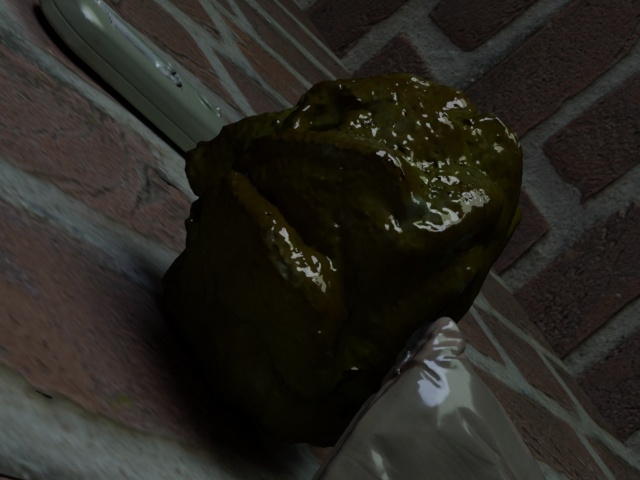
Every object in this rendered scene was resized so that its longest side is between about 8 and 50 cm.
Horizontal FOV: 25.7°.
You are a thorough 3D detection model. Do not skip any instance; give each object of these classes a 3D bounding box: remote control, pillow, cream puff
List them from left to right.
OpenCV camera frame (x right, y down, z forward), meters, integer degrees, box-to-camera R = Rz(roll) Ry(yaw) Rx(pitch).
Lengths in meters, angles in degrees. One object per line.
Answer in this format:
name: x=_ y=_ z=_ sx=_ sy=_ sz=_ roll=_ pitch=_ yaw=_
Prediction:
remote control: x=-0.140 y=-0.132 z=1.131 sx=0.221 sy=0.042 sz=0.078 roll=41 pitch=13 yaw=-40
cream puff: x=0.015 y=0.008 z=0.827 sx=0.196 sy=0.244 sz=0.244 roll=42 pitch=4 yaw=34
pillow: x=0.098 y=0.193 z=0.719 sx=0.270 sy=0.173 sz=0.067 roll=48 pitch=-28 yaw=-11
